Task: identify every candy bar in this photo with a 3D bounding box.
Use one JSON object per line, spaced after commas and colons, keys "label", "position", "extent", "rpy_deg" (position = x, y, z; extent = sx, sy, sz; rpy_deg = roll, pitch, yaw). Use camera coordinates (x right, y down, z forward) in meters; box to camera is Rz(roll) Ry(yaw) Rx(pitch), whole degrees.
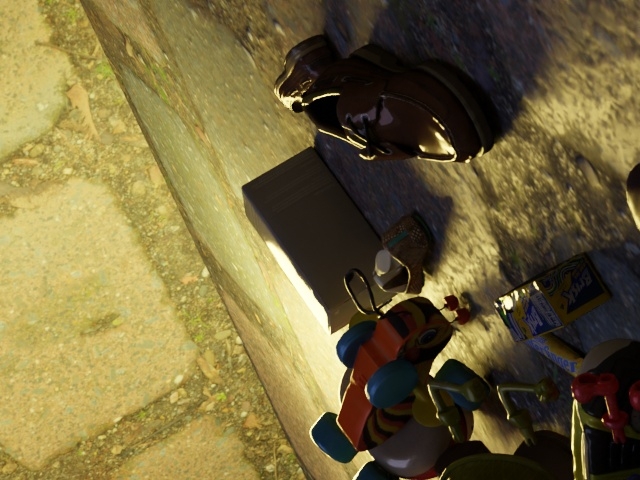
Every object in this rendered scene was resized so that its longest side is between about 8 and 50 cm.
{"label": "candy bar", "position": [0.253, 0.119, 1.656], "extent": [0.161, 0.018, 0.040], "rpy_deg": [36, 153, 61]}

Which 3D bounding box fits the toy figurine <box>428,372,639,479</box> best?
{"label": "toy figurine", "position": [0.217, 0.245, 1.224], "extent": [0.362, 0.217, 0.191], "rpy_deg": [0, 121, 29]}

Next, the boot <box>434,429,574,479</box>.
{"label": "boot", "position": [0.287, 0.349, 1.876], "extent": [0.220, 0.109, 0.283], "rpy_deg": [49, 148, -18]}

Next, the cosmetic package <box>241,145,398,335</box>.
{"label": "cosmetic package", "position": [0.000, 0.000, 2.144], "extent": [0.238, 0.127, 0.107], "rpy_deg": [57, 168, 19]}

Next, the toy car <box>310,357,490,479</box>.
{"label": "toy car", "position": [0.155, 0.257, 2.094], "extent": [0.238, 0.219, 0.210], "rpy_deg": [28, -167, -46]}

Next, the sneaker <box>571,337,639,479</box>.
{"label": "sneaker", "position": [0.300, 0.244, 1.464], "extent": [0.147, 0.145, 0.385], "rpy_deg": [43, 158, 54]}

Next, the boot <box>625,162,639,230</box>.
{"label": "boot", "position": [0.324, 0.064, 1.144], "extent": [0.248, 0.090, 0.207], "rpy_deg": [63, 180, -21]}

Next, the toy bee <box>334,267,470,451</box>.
{"label": "toy bee", "position": [0.113, 0.143, 1.893], "extent": [0.195, 0.162, 0.298], "rpy_deg": [63, 156, 18]}

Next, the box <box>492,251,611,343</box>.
{"label": "box", "position": [0.228, 0.060, 1.511], "extent": [0.054, 0.059, 0.169], "rpy_deg": [60, 168, 4]}

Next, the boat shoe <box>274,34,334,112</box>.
{"label": "boat shoe", "position": [-0.015, -0.193, 1.883], "extent": [0.060, 0.064, 0.178], "rpy_deg": [59, 166, 10]}

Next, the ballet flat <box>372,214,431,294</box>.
{"label": "ballet flat", "position": [0.098, 0.028, 1.947], "extent": [0.073, 0.067, 0.206], "rpy_deg": [54, 167, 22]}

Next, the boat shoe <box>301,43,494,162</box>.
{"label": "boat shoe", "position": [0.075, -0.124, 1.582], "extent": [0.111, 0.104, 0.307], "rpy_deg": [64, 167, -20]}
